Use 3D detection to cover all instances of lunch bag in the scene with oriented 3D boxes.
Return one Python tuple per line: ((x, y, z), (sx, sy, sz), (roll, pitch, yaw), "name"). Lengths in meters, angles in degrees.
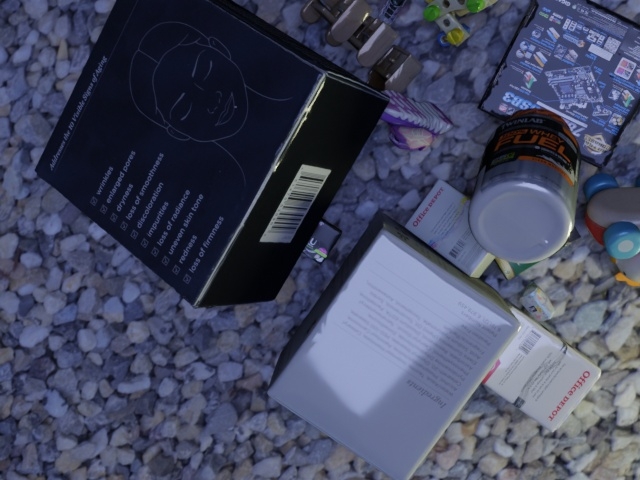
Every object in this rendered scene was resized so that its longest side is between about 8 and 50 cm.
((0.465, 0.133, 1.876), (0.053, 0.083, 0.071), (-39, 94, 7), "lunch bag")

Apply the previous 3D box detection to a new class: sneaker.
((0.175, -0.235, 1.793), (0.104, 0.236, 0.095), (-50, 59, 24), "sneaker")
((0.152, -0.491, 1.820), (0.038, 0.069, 0.098), (31, 98, 0), "sneaker")

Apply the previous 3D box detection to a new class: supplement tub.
((0.402, -0.118, 1.694), (0.194, 0.316, 0.193), (10, 128, 12), "supplement tub")

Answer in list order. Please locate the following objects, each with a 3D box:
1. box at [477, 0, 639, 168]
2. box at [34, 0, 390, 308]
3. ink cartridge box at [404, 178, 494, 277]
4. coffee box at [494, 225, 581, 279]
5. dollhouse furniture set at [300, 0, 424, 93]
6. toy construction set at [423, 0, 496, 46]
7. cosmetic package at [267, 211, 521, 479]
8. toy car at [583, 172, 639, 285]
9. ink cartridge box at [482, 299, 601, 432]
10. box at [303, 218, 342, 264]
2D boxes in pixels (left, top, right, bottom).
((0.526, -0.342, 1.815), (0.296, 0.073, 0.293), (26, 101, 1), "box")
((-0.213, -0.199, 1.668), (0.472, 0.297, 0.479), (36, 105, 22), "box")
((0.290, -0.025, 1.821), (0.176, 0.127, 0.128), (39, 99, 16), "ink cartridge box")
((0.452, -0.007, 1.880), (0.184, 0.040, 0.113), (-30, 94, 7), "coffee box")
((0.063, -0.379, 1.774), (0.242, 0.212, 0.161), (38, 97, -29), "dollhouse furniture set")
((0.237, -0.553, 1.726), (0.215, 0.151, 0.327), (-24, 117, 44), "toy construction set")
((0.144, 0.203, 1.781), (0.327, 0.329, 0.393), (34, 97, -2), "cosmetic package")
((0.654, 0.011, 1.819), (0.211, 0.219, 0.237), (-3, 126, 4), "toy car")
((0.452, 0.270, 1.886), (0.237, 0.100, 0.172), (36, 98, -1), "ink cartridge box")
((0.000, 0.000, 1.903), (0.062, 0.052, 0.083), (34, 97, -3), "box")
